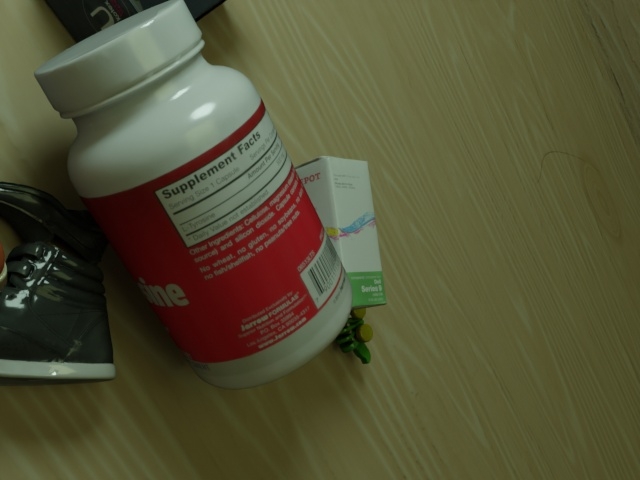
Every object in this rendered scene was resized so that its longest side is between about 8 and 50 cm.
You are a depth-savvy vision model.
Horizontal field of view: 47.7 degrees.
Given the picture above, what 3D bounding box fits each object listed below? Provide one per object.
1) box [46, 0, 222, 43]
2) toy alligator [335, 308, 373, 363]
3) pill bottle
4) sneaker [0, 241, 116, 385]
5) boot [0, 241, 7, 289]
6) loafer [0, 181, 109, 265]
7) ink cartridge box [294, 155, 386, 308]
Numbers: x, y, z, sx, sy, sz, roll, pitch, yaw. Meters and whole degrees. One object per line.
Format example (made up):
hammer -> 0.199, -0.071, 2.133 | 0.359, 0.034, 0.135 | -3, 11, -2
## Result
box -> -0.209, -0.359, 0.947 | 0.165, 0.143, 0.270 | 54, 49, -19
toy alligator -> 0.032, 0.106, 1.119 | 0.051, 0.056, 0.190 | -19, 93, -45
pill bottle -> -0.138, -0.048, 0.833 | 0.229, 0.228, 0.408 | -49, 123, -40
sneaker -> -0.346, 0.070, 0.739 | 0.295, 0.104, 0.147 | 13, 68, -46
boot -> -0.366, 0.015, 0.645 | 0.157, 0.085, 0.059 | -11, 50, -30
loafer -> -0.315, -0.017, 0.816 | 0.170, 0.062, 0.061 | 24, 68, -36
ink cartridge box -> 0.000, 0.000, 1.046 | 0.093, 0.154, 0.213 | -2, 80, -44
